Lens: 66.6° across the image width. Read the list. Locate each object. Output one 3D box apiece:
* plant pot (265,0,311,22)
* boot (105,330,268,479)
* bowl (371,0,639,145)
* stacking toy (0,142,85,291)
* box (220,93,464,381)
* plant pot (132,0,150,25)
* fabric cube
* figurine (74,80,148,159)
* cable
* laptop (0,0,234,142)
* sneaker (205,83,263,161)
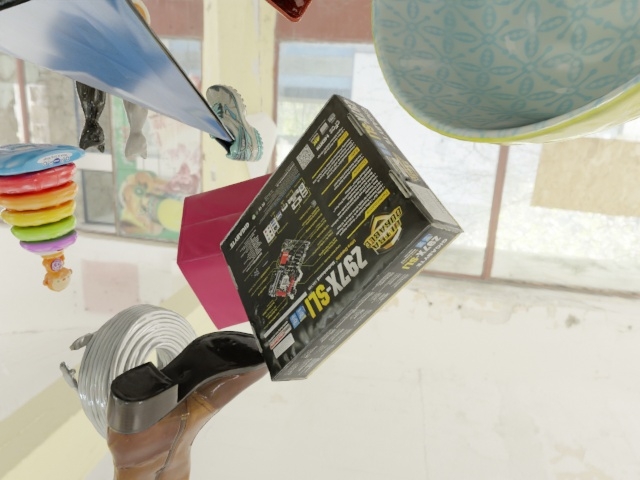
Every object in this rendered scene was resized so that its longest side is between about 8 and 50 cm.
[{"bbox_3d":[-0.115,-0.638,0.964,0.267,0.267,0.236,27,-166,-35],"label":"plant pot"},{"bbox_3d":[-0.183,0.287,0.708,0.096,0.281,0.264,26,-153,30],"label":"boot"},{"bbox_3d":[0.183,-0.196,0.325,0.156,0.290,0.289,4,-168,-33],"label":"bowl"},{"bbox_3d":[-0.546,-0.034,0.959,0.165,0.302,0.175,7,-157,24],"label":"stacking toy"},{"bbox_3d":[0.000,0.000,0.685,0.079,0.322,0.257,11,-141,-45],"label":"box"},{"bbox_3d":[-0.547,-0.568,1.237,0.187,0.205,0.205,21,-160,18],"label":"plant pot"},{"bbox_3d":[-0.174,0.022,1.198,0.258,0.254,0.259,-16,-138,3],"label":"fabric cube"},{"bbox_3d":[-0.567,-0.336,1.354,0.092,0.210,0.215,-1,178,38],"label":"figurine"},{"bbox_3d":[-0.321,0.246,0.908,0.089,0.257,0.257,-5,-158,26],"label":"cable"},{"bbox_3d":[-0.336,-0.137,0.378,0.381,0.236,0.408,23,-133,12],"label":"laptop"},{"bbox_3d":[-0.277,-0.350,1.427,0.122,0.110,0.283,-16,-115,-42],"label":"sneaker"}]
